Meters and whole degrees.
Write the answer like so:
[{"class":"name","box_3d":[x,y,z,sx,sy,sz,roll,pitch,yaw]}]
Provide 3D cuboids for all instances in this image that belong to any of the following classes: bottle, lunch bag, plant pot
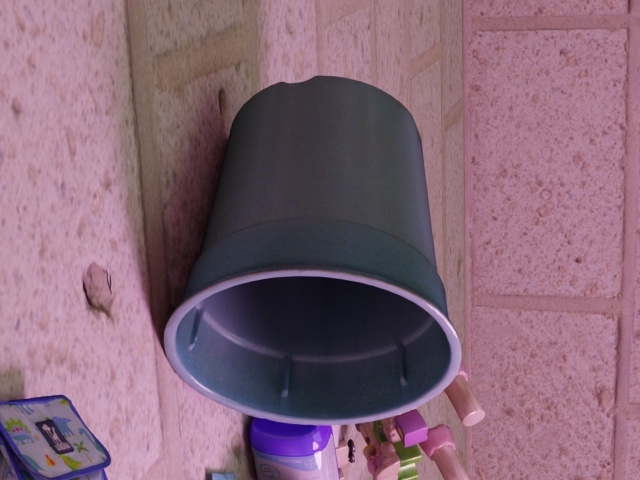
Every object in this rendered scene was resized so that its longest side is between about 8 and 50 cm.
[{"class":"bottle","box_3d":[-0.030,0.364,1.704,0.092,0.118,0.282,-67,155,-54]},{"class":"lunch bag","box_3d":[-0.242,0.208,0.984,0.129,0.096,0.151,11,68,-72]},{"class":"plant pot","box_3d":[0.000,0.000,1.428,0.341,0.341,0.334,71,18,-52]}]

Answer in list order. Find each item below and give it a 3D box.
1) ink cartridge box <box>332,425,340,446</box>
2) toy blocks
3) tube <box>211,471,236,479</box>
[{"class":"ink cartridge box","box_3d":[-0.020,0.251,1.768,0.090,0.092,0.143,56,39,-65]},{"class":"toy blocks","box_3d":[0.095,0.308,2.058,0.288,0.309,0.260,92,-22,-47]},{"class":"tube","box_3d":[-0.124,0.406,1.507,0.080,0.052,0.207,42,46,-76]}]
